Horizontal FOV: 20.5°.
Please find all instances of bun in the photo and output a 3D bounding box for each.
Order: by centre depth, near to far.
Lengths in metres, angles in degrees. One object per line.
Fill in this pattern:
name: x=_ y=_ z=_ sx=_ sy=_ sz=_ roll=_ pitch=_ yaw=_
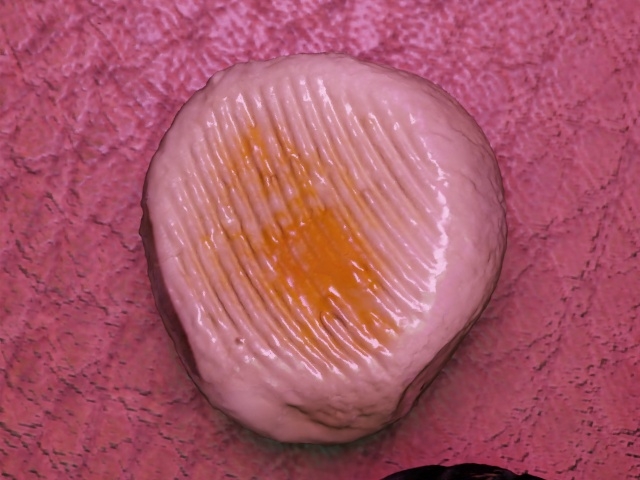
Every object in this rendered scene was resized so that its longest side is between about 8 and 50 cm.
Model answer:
bun: x=0.000 y=0.000 z=1.100 sx=0.244 sy=0.153 sz=0.243 roll=-3 pitch=77 yaw=14

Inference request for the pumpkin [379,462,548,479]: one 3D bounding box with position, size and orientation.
pumpkin: x=0.085 y=0.257 z=1.083 sx=0.250 sy=0.216 sz=0.249 roll=-1 pitch=87 yaw=26
